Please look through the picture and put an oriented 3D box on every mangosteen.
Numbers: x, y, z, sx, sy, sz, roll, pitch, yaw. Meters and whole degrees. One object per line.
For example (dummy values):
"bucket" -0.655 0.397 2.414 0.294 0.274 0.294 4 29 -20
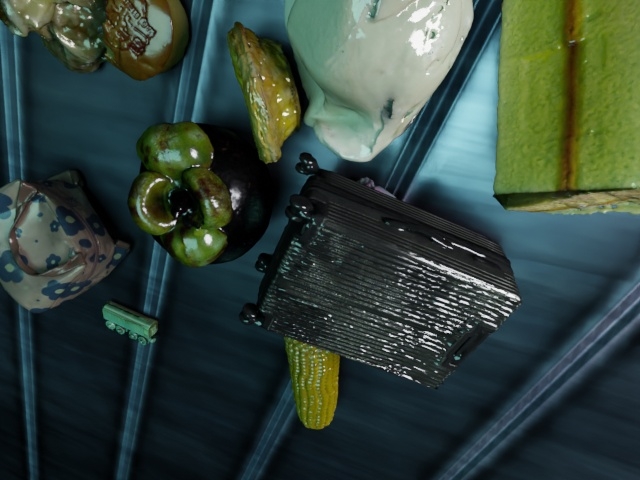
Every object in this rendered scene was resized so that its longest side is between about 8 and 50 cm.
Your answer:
"mangosteen" -0.181 -0.070 0.629 0.242 0.243 0.243 9 118 17

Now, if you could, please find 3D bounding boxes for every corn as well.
"corn" -0.010 0.248 0.802 0.106 0.106 0.306 7 122 18

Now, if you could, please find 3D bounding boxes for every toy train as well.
"toy train" -0.455 0.197 0.986 0.147 0.038 0.071 19 118 12

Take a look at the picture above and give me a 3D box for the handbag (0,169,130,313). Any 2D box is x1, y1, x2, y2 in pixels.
"handbag" -0.541 -0.010 0.836 0.193 0.190 0.252 -29 98 20

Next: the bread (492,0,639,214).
"bread" 0.313 -0.162 0.474 0.167 0.163 0.265 3 89 47

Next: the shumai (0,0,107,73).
"shumai" -0.409 -0.354 0.627 0.209 0.153 0.161 -36 92 35

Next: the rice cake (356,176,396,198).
"rice cake" 0.003 0.001 0.701 0.290 0.051 0.081 -38 98 31

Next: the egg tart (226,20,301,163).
"egg tart" -0.075 -0.206 0.574 0.074 0.191 0.192 -18 111 -5

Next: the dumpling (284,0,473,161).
"dumpling" 0.051 -0.272 0.501 0.242 0.187 0.319 40 135 38

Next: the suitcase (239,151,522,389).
"suitcase" 0.080 0.055 0.605 0.334 0.152 0.230 21 125 -10

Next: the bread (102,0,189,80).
"bread" -0.260 -0.322 0.618 0.125 0.086 0.156 17 121 11
